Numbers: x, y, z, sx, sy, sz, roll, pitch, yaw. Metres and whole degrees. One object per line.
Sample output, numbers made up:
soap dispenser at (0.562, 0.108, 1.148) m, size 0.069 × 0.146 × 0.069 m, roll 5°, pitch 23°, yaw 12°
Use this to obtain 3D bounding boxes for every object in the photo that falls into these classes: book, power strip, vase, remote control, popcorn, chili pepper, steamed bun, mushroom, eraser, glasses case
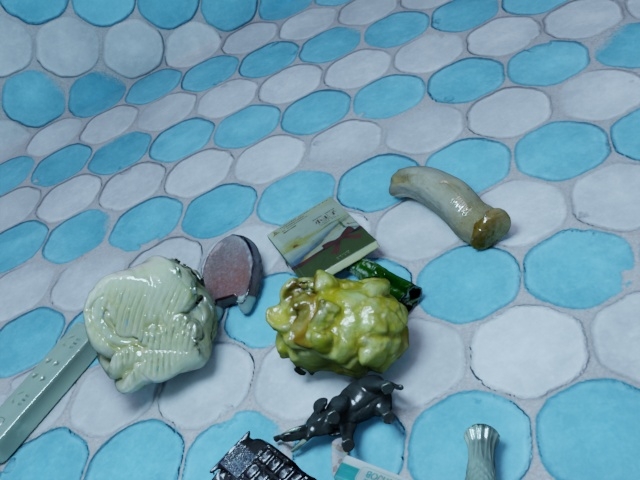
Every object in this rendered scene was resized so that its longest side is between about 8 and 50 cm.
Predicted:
book at (0.000, 0.000, 1.786) m, size 0.201 × 0.026 × 0.289 m, roll -32°, pitch 32°, yaw -8°
power strip at (-0.655, 0.353, 1.722) m, size 0.091 × 0.062 × 0.385 m, roll 10°, pitch 50°, yaw 37°
vase at (0.270, 0.384, 1.249) m, size 0.081 × 0.081 × 0.149 m, roll -7°, pitch 40°, yaw 19°
remote control at (-0.036, 0.485, 1.292) m, size 0.398 × 0.062 × 0.144 m, roll 27°, pitch 62°, yaw 40°
popcorn at (0.033, 0.167, 1.486) m, size 0.286 × 0.252 × 0.215 m, roll -4°, pitch 85°, yaw 32°
chili pepper at (0.120, 0.091, 1.643) m, size 0.088 × 0.059 × 0.227 m, roll -43°, pitch 42°, yaw -15°
steamed bun at (-0.371, 0.183, 1.653) m, size 0.280 × 0.207 × 0.268 m, roll -22°, pitch 84°, yaw -5°
mushroom at (0.294, -0.092, 1.730) m, size 0.123 × 0.095 × 0.351 m, roll -50°, pitch 43°, yaw -3°
eraser at (0.134, 0.437, 1.238) m, size 0.225 × 0.096 × 0.052 m, roll 12°, pitch 48°, yaw 35°
glasses case at (0.037, 0.404, 1.374) m, size 0.032 × 0.021 × 0.083 m, roll -11°, pitch 42°, yaw 11°

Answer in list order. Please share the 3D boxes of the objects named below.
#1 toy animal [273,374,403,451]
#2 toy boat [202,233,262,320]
toy animal at (0.034, 0.333, 1.383) m, size 0.269 × 0.082 × 0.137 m, roll -27°, pitch 6°, yaw -2°
toy boat at (-0.206, 0.091, 1.793) m, size 0.155 × 0.085 × 0.227 m, roll -18°, pitch 52°, yaw 20°
